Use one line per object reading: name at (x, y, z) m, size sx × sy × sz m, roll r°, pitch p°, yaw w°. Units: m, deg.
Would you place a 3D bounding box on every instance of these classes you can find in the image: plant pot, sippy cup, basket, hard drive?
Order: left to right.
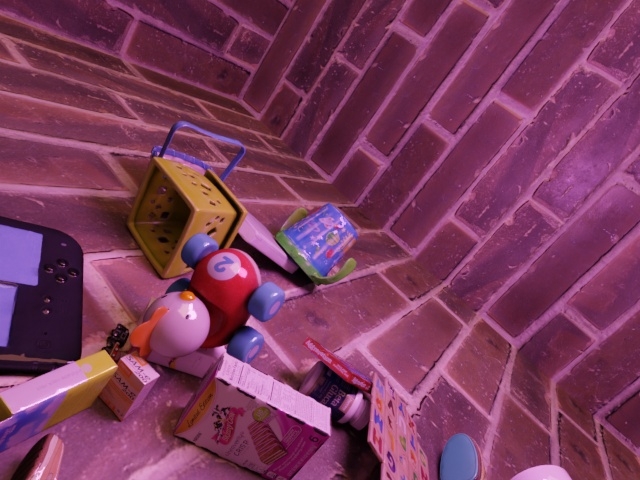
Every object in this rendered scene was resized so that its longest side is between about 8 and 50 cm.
plant pot at (-0.342, -0.062, 1.132) m, size 0.228 × 0.227 × 0.207 m, roll 46°, pitch 28°, yaw 25°
basket at (-0.393, -0.213, 1.316) m, size 0.254 × 0.289 × 0.201 m, roll 9°, pitch 33°, yaw -50°
hard drive at (-0.206, -0.026, 1.368) m, size 0.233 × 0.047 × 0.353 m, roll 47°, pitch -1°, yaw 24°
sippy cup at (0.000, 0.000, 1.477) m, size 0.305 × 0.224 × 0.240 m, roll 49°, pitch -2°, yaw 6°

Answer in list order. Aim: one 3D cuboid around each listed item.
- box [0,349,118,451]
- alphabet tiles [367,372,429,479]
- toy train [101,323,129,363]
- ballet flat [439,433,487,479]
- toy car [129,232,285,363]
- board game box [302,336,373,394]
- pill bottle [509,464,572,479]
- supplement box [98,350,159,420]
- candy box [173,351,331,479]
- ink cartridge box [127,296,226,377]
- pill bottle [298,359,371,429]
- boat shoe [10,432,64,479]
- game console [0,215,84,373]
box at (-0.392, 0.232, 0.604) m, size 0.042 × 0.109 × 0.178 m, roll 45°, pitch 21°, yaw 13°
alphabet tiles at (0.185, 0.478, 0.970) m, size 0.285 × 0.011 × 0.342 m, roll 60°, pitch 17°, yaw -11°
toy train at (-0.386, 0.211, 0.783) m, size 0.036 × 0.027 × 0.158 m, roll 40°, pitch 17°, yaw -21°
ballet flat at (0.350, 0.613, 1.000) m, size 0.123 × 0.123 × 0.348 m, roll 37°, pitch 19°, yaw 1°
toy car at (-0.228, 0.124, 0.766) m, size 0.219 × 0.211 × 0.238 m, roll 33°, pitch 19°, yaw 18°
board game box at (0.070, 0.326, 1.063) m, size 0.145 × 0.027 × 0.281 m, roll 29°, pitch -11°, yaw 36°
pill bottle at (0.576, 0.726, 0.921) m, size 0.228 × 0.229 × 0.408 m, roll 28°, pitch 21°, yaw -21°
supplement box at (-0.320, 0.243, 0.712) m, size 0.062 × 0.098 × 0.036 m, roll 40°, pitch 21°, yaw 11°
candy box at (-0.118, 0.326, 0.771) m, size 0.233 × 0.159 × 0.071 m, roll 32°, pitch 20°, yaw -11°
ink cartridge box at (-0.282, 0.209, 0.894) m, size 0.198 × 0.067 × 0.115 m, roll 27°, pitch 23°, yaw -21°
pill bottle at (0.041, 0.373, 1.020) m, size 0.169 × 0.094 × 0.094 m, roll 36°, pitch 20°, yaw 0°
boat shoe at (-0.353, 0.338, 0.521) m, size 0.072 × 0.068 × 0.190 m, roll 40°, pitch 26°, yaw -28°
game console at (-0.604, 0.063, 0.706) m, size 0.386 × 0.060 × 0.342 m, roll 18°, pitch 27°, yaw -39°
